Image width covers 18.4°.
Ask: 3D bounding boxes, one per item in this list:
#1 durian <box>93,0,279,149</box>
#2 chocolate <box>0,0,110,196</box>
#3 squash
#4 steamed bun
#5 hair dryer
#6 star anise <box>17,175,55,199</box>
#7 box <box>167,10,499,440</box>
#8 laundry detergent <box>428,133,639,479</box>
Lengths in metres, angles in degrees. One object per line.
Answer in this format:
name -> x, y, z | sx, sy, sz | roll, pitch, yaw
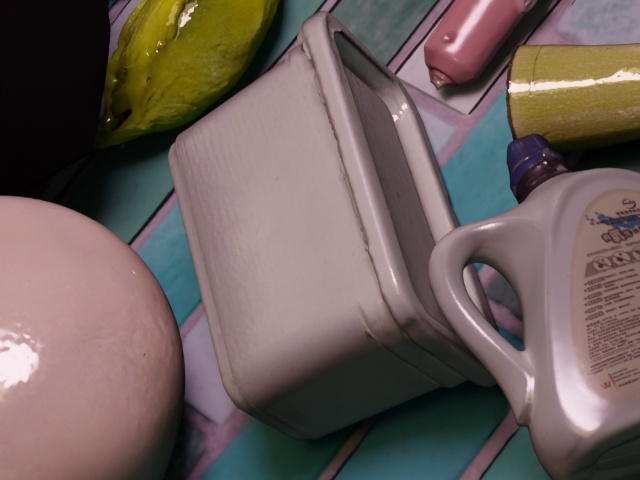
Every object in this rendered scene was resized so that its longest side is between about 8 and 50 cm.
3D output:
durian -> -0.113, -0.182, 1.760 | 0.250, 0.101, 0.139 | -62, 21, -15
chocolate -> -0.371, -0.216, 1.759 | 0.384, 0.383, 0.331 | -33, 17, 6
squash -> 0.255, -0.120, 1.535 | 0.224, 0.094, 0.094 | -6, 61, 29
steamed bun -> -0.266, 0.103, 1.559 | 0.324, 0.206, 0.324 | -4, 48, 5
hair dryer -> 0.214, -0.258, 1.646 | 0.210, 0.125, 0.352 | 37, 93, 34
star anise -> -0.305, -0.043, 1.795 | 0.129, 0.056, 0.124 | 17, 70, 31
box -> 0.000, 0.000, 1.565 | 0.182, 0.175, 0.312 | -29, 55, 19
laundry detergent -> 0.194, 0.036, 1.448 | 0.215, 0.105, 0.280 | -17, 56, -18
